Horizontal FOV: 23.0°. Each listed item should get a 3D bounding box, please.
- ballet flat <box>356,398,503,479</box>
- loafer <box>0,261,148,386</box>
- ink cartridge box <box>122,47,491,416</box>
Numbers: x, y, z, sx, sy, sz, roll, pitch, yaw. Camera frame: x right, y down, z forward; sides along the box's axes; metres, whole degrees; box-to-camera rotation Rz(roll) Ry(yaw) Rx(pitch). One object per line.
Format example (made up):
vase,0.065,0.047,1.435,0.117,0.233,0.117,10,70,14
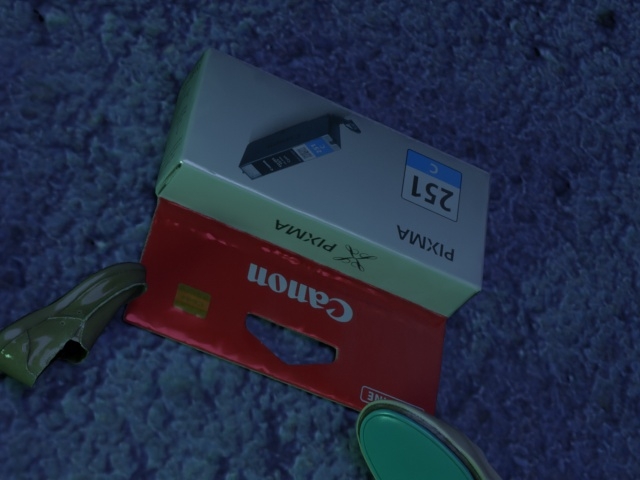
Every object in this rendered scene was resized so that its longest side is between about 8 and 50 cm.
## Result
ballet flat,0.128,0.220,1.303,0.248,0.086,0.086,48,50,2
loafer,-0.189,0.067,1.220,0.148,0.056,0.050,-32,82,-29
ink cartridge box,0.000,0.000,1.361,0.296,0.066,0.261,22,52,-17
